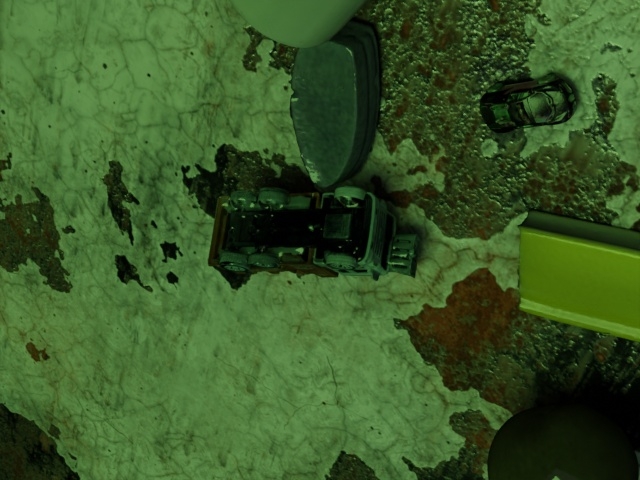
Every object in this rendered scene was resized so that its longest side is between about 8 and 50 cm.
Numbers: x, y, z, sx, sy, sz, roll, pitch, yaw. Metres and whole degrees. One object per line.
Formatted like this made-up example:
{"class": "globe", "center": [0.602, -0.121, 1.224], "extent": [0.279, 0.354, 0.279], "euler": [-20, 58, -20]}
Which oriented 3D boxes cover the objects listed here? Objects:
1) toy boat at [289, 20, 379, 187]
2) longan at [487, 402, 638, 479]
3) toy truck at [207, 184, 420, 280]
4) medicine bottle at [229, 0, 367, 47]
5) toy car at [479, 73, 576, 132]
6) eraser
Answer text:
{"class": "toy boat", "center": [0.023, -0.205, 1.830], "extent": [0.127, 0.078, 0.283], "euler": [18, 126, 21]}
{"class": "longan", "center": [0.380, 0.363, 1.859], "extent": [0.248, 0.248, 0.248], "euler": [18, 128, 25]}
{"class": "toy truck", "center": [0.000, 0.000, 1.932], "extent": [0.338, 0.184, 0.133], "euler": [-1, 74, 30]}
{"class": "medicine bottle", "center": [0.035, -0.442, 1.572], "extent": [0.211, 0.211, 0.371], "euler": [48, 134, -1]}
{"class": "toy car", "center": [0.290, -0.189, 1.667], "extent": [0.142, 0.055, 0.069], "euler": [-6, 118, 39]}
{"class": "eraser", "center": [0.401, 0.055, 1.741], "extent": [0.226, 0.069, 0.158], "euler": [14, 123, 29]}
